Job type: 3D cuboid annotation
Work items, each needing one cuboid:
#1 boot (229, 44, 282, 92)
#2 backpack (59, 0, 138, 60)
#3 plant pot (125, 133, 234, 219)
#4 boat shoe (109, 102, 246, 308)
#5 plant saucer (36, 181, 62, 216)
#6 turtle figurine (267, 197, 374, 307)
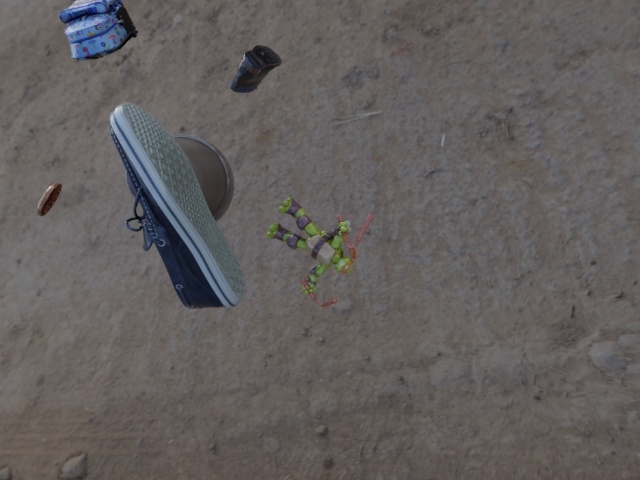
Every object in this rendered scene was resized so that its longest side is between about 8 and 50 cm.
[{"bbox_3d":[-0.192,-0.503,1.217,0.082,0.219,0.106,45,123,-7],"label":"boot"},{"bbox_3d":[-0.582,-0.543,1.066,0.158,0.117,0.173,-8,45,8],"label":"backpack"},{"bbox_3d":[-0.450,-0.188,1.280,0.323,0.280,0.323,0,92,-2],"label":"plant pot"},{"bbox_3d":[-0.334,-0.048,0.920,0.155,0.187,0.500,-18,113,10],"label":"boat shoe"},{"bbox_3d":[-0.599,-0.092,0.913,0.083,0.013,0.083,-49,23,29],"label":"plant saucer"},{"bbox_3d":[0.000,0.000,0.898,0.217,0.087,0.270,38,128,15],"label":"turtle figurine"}]
